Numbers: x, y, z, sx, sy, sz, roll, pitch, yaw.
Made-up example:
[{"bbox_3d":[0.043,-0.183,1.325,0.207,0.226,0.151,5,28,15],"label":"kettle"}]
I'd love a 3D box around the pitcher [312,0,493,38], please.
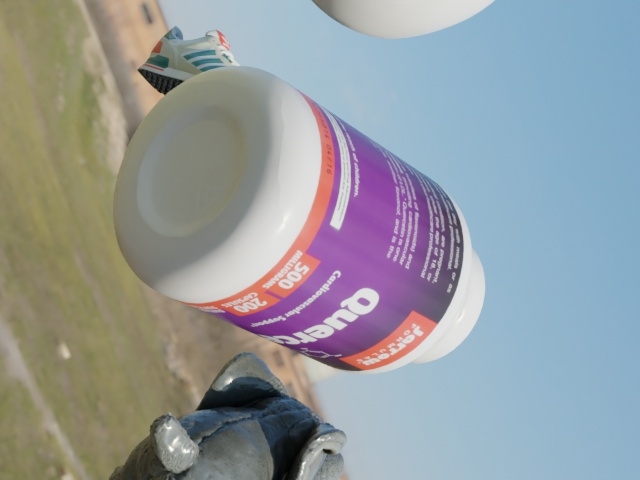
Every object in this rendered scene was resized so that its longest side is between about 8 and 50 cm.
[{"bbox_3d":[0.088,-0.182,0.660,0.207,0.178,0.125,130,-32,-48],"label":"pitcher"}]

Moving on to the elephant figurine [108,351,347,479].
[{"bbox_3d":[-0.055,0.184,1.231,0.186,0.239,0.169,-25,-83,53],"label":"elephant figurine"}]

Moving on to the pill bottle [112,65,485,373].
[{"bbox_3d":[0.000,0.000,1.127,0.323,0.181,0.181,28,29,-48],"label":"pill bottle"}]

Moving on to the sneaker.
[{"bbox_3d":[-0.099,-0.170,1.377,0.161,0.075,0.057,18,-17,28],"label":"sneaker"}]
